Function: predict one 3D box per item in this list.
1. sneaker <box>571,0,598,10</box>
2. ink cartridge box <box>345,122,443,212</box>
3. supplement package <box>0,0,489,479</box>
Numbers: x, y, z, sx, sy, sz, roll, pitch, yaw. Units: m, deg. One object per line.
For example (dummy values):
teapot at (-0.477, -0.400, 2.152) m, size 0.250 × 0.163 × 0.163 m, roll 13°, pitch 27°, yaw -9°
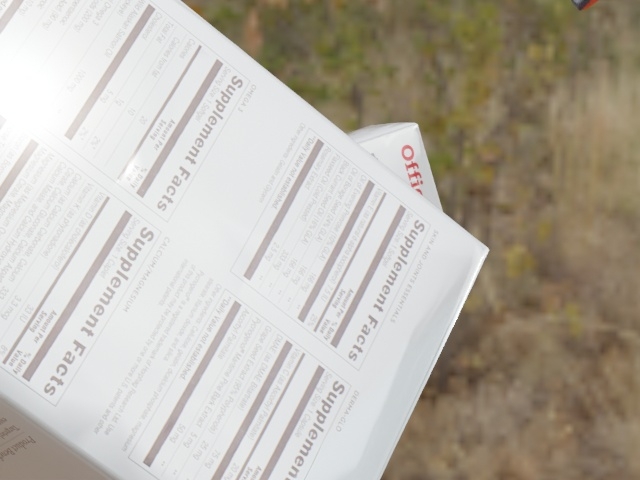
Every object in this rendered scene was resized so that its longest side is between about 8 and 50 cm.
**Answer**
sneaker at (0.149, -0.324, 1.674) m, size 0.350 × 0.148 × 0.131 m, roll 36°, pitch 18°, yaw -21°
ink cartridge box at (0.000, 0.000, 1.081) m, size 0.135 × 0.099 × 0.056 m, roll -21°, pitch 9°, yaw -26°
supplement package at (-0.111, 0.025, 0.859) m, size 0.263 × 0.198 × 0.199 m, roll 38°, pitch -32°, yaw -16°
